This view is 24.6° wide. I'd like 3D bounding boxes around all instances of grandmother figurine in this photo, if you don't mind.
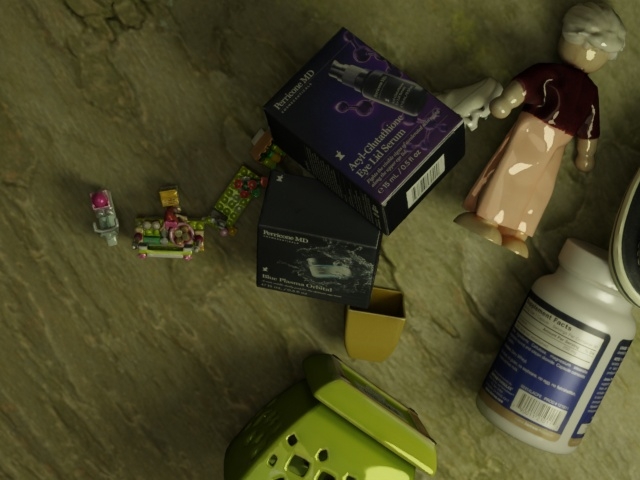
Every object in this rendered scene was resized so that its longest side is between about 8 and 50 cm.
[{"bbox_3d":[0.294,-0.156,1.919,0.208,0.104,0.342,22,97,-50],"label":"grandmother figurine"}]

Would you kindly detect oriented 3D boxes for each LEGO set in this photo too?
[{"bbox_3d":[-0.159,-0.043,1.933,0.287,0.107,0.132,-19,102,3],"label":"LEGO set"}]

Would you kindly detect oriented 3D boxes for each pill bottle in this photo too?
[{"bbox_3d":[0.329,0.139,1.962,0.153,0.153,0.265,25,100,-6],"label":"pill bottle"}]

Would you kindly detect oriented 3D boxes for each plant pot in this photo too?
[{"bbox_3d":[0.021,0.290,1.957,0.228,0.227,0.207,36,93,-8],"label":"plant pot"},{"bbox_3d":[0.068,0.117,1.992,0.081,0.081,0.083,10,116,-4],"label":"plant pot"}]

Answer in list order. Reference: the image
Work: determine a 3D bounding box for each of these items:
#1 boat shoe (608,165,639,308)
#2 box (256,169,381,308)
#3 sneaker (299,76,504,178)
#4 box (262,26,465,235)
[{"bbox_3d":[0.561,-0.107,1.859,0.500,0.156,0.187,-43,100,-7],"label":"boat shoe"},{"bbox_3d":[0.000,0.000,1.905,0.156,0.158,0.093,11,57,4],"label":"box"},{"bbox_3d":[0.099,-0.157,1.922,0.292,0.110,0.118,-24,93,3],"label":"sneaker"},{"bbox_3d":[0.055,-0.135,1.816,0.207,0.108,0.153,39,78,18],"label":"box"}]
